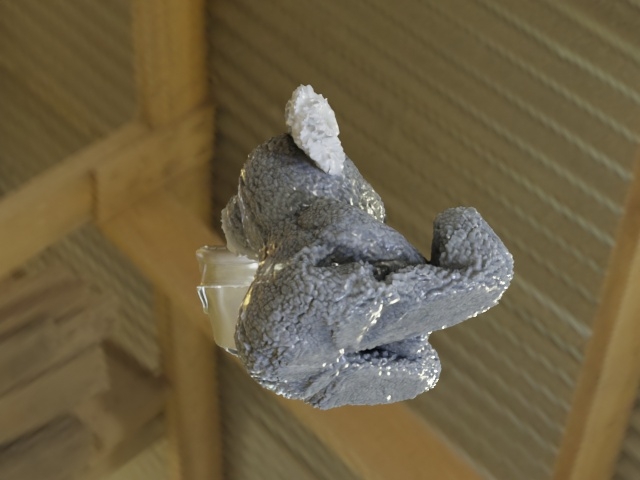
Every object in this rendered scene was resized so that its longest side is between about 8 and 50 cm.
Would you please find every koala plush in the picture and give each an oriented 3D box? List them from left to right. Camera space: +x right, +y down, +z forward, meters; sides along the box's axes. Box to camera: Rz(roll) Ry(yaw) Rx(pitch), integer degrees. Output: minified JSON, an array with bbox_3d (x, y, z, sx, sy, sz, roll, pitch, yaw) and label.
[{"bbox_3d":[0.000,0.000,1.199,0.196,0.203,0.221,-57,-133,44],"label":"koala plush"}]

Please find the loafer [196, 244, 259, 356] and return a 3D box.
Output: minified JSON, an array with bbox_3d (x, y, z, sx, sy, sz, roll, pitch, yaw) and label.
[{"bbox_3d":[-0.068,0.064,1.537,0.268,0.102,0.092,70,16,-76],"label":"loafer"}]
